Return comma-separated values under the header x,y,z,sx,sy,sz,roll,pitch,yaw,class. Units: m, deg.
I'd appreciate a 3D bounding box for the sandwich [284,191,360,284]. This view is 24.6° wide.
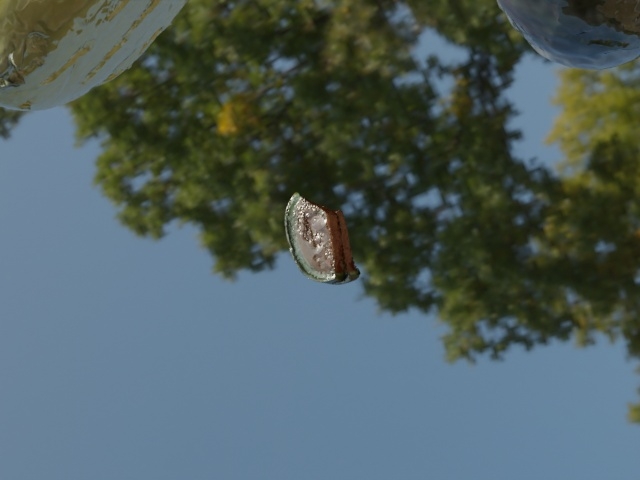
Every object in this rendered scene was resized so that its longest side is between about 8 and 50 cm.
x,y,z,sx,sy,sz,roll,pitch,yaw,class
-0.004,-0.002,1.452,0.026,0.069,0.101,-13,-94,-50,sandwich

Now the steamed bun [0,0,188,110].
x,y,z,sx,sy,sz,roll,pitch,yaw,class
-0.222,-0.232,1.240,0.166,0.232,0.273,47,-155,4,steamed bun

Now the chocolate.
x,y,z,sx,sy,sz,roll,pitch,yaw,class
0.143,-0.148,0.719,0.110,0.110,0.248,59,-153,-9,chocolate
